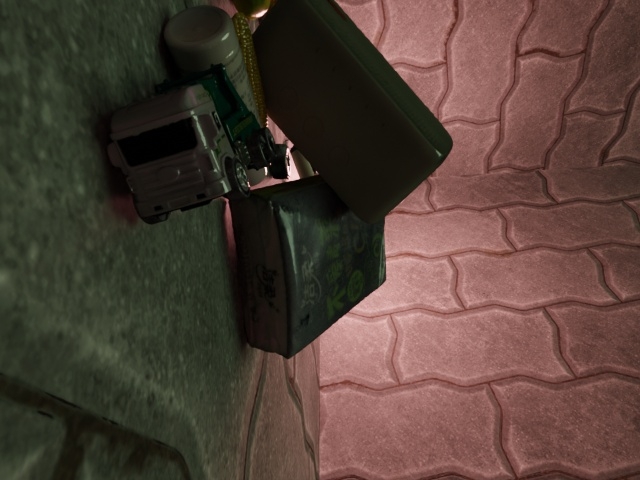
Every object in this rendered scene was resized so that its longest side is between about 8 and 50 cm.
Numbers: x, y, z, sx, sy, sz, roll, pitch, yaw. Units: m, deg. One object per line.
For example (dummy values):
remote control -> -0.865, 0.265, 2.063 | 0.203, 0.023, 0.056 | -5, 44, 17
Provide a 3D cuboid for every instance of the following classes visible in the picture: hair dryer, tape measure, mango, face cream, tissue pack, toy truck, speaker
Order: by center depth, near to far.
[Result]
toy truck -> -0.122, -0.108, 0.412 | 0.216, 0.110, 0.116 | -84, 158, -65
face cream -> -0.126, -0.172, 0.566 | 0.269, 0.081, 0.082 | 83, 5, -61
speaker -> 0.047, -0.247, 0.757 | 0.406, 0.184, 0.183 | 48, 36, -2
mango -> -0.135, -0.496, 0.765 | 0.165, 0.074, 0.091 | 81, 9, -60
tissue pack -> 0.004, 0.014, 0.834 | 0.394, 0.124, 0.288 | -27, 115, -53
tape measure -> -0.056, -0.210, 1.138 | 0.107, 0.179, 0.104 | -89, -169, -64
hair dryer -> -0.037, -0.215, 1.561 | 0.128, 0.203, 0.363 | 20, 50, -83

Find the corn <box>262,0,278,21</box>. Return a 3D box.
corn -> -0.116, -0.662, 1.043 | 0.123, 0.122, 0.305 | 54, -21, 37

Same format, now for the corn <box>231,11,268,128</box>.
corn -> -0.130, -0.262, 0.685 | 0.067, 0.067, 0.207 | -87, 170, -64
